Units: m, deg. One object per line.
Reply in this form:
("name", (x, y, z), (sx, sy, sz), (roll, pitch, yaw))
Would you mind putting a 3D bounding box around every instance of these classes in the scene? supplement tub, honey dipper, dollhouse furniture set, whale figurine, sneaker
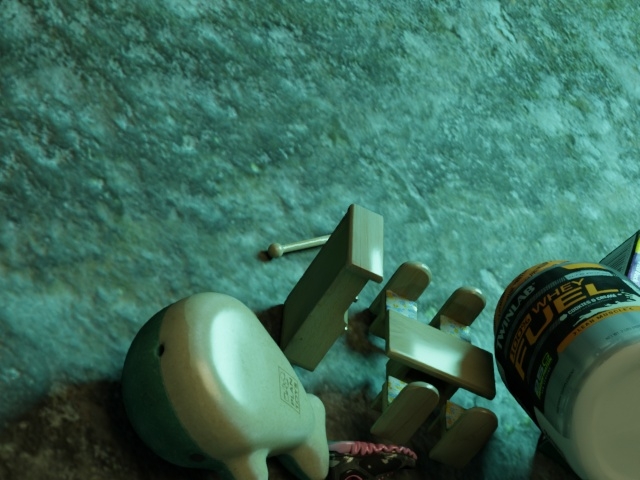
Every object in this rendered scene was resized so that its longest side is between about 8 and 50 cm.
("supplement tub", (0.308, 0.140, 1.732), (0.194, 0.193, 0.316), (30, 8, -19))
("honey dipper", (0.000, 0.000, 1.869), (0.161, 0.030, 0.030), (-12, 68, -39))
("dollhouse furniture set", (0.100, 0.093, 1.749), (0.242, 0.161, 0.212), (24, 35, -16))
("whale figurine", (-0.096, 0.169, 1.610), (0.272, 0.141, 0.216), (38, 37, -48))
("sneaker", (0.054, 0.249, 1.720), (0.119, 0.047, 0.057), (10, 76, -33))

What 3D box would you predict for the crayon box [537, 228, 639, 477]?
("crayon box", (0.470, 0.208, 2.023), (0.313, 0.106, 0.363), (37, 45, -8))
